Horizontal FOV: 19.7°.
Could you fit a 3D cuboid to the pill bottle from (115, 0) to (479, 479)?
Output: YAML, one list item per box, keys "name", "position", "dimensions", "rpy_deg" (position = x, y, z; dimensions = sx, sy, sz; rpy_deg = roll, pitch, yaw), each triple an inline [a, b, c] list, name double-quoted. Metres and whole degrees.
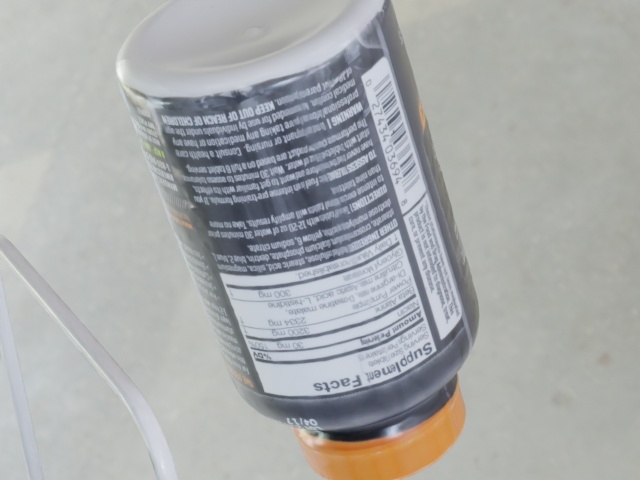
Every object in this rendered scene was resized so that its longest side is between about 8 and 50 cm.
- name: "pill bottle"
  position: [0.000, 0.000, 0.881]
  dimensions: [0.130, 0.245, 0.130]
  rpy_deg: [-13, 31, 8]

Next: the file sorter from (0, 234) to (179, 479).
- name: "file sorter"
  position: [-0.200, 0.141, 0.675]
  dimensions: [0.278, 0.173, 0.193]
  rpy_deg: [-21, 34, -22]
